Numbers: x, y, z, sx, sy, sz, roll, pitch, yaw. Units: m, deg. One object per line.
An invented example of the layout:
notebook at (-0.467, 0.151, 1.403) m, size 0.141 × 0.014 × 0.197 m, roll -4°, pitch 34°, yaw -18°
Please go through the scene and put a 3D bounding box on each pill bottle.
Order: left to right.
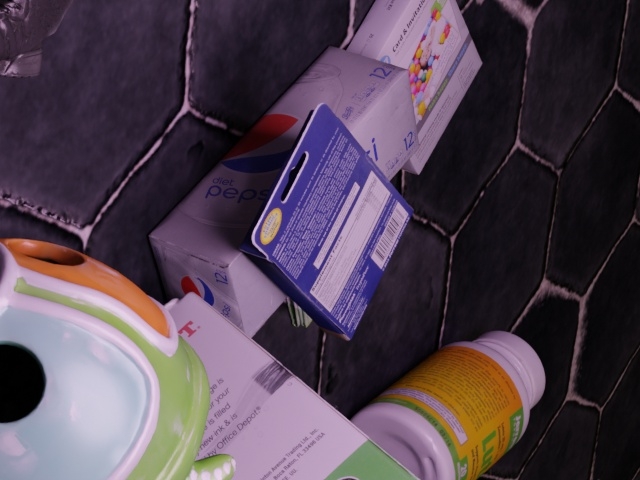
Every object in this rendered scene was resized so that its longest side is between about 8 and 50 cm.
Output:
pill bottle at (0.144, 0.193, 2.094) m, size 0.245 × 0.136 × 0.136 m, roll -33°, pitch 134°, yaw -47°

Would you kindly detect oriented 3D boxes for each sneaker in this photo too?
sneaker at (-0.229, -0.160, 1.335) m, size 0.170 × 0.051 × 0.089 m, roll -11°, pitch 117°, yaw -62°

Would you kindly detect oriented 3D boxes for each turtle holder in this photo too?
turtle holder at (-0.246, 0.135, 1.349) m, size 0.320 × 0.243 × 0.227 m, roll -28°, pitch 129°, yaw 6°

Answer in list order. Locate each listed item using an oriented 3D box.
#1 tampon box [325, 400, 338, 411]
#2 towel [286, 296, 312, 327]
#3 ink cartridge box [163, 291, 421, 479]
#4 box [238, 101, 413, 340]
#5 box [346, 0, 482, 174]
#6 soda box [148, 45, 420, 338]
tampon box at (-0.067, 0.216, 1.767) m, size 0.161 × 0.120 × 0.101 m, roll -51°, pitch 146°, yaw -31°
towel at (0.000, 0.000, 1.847) m, size 0.113 × 0.023 × 0.152 m, roll -49°, pitch 145°, yaw -32°
ink cartridge box at (-0.074, 0.209, 1.541) m, size 0.211 × 0.289 × 0.121 m, roll -43°, pitch 146°, yaw -13°
box at (0.002, -0.018, 1.636) m, size 0.136 × 0.036 × 0.225 m, roll -63°, pitch 150°, yaw -13°
box at (0.091, -0.174, 1.878) m, size 0.145 × 0.038 × 0.186 m, roll -60°, pitch 148°, yaw -18°
soda box at (-0.026, -0.047, 1.702) m, size 0.286 × 0.091 × 0.098 m, roll -49°, pitch 144°, yaw -32°
